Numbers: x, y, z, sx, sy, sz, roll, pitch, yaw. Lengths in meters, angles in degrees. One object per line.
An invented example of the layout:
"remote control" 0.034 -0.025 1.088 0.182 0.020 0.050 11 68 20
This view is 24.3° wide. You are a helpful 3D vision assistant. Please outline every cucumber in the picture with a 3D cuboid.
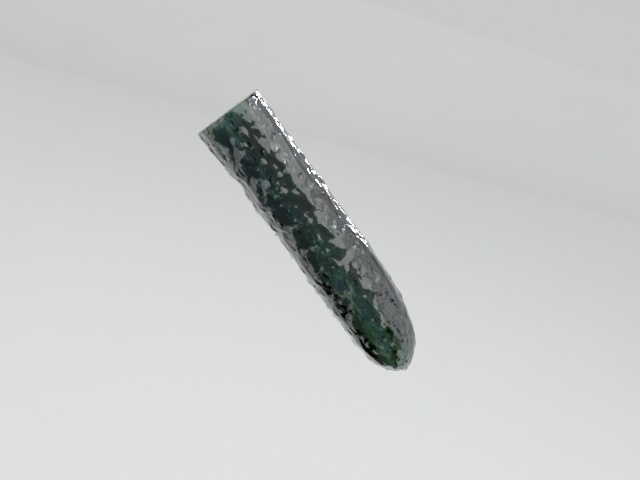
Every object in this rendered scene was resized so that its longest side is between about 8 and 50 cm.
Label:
"cucumber" 0.000 0.000 0.614 0.032 0.032 0.133 -30 -82 39
